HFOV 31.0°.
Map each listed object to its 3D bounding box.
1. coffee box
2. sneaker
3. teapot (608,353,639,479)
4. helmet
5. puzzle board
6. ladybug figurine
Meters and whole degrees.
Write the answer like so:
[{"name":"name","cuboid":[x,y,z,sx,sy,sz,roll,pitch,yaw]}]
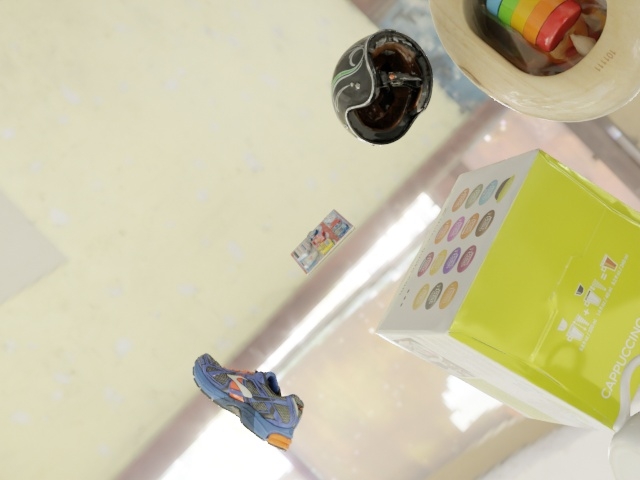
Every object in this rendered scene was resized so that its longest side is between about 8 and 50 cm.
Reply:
[{"name":"coffee box","cuboid":[0.358,0.090,1.939,0.337,0.338,0.334,-62,-168,-11]},{"name":"sneaker","cuboid":[-0.103,0.225,1.706,0.087,0.221,0.083,-53,144,-6]},{"name":"teapot","cuboid":[0.540,0.310,1.612,0.187,0.256,0.252,-36,-149,-15]},{"name":"helmet","cuboid":[0.094,-0.247,1.894,0.169,0.169,0.161,-44,177,-36]},{"name":"puzzle board","cuboid":[0.000,0.000,1.682,0.096,0.011,0.128,-45,-163,0]},{"name":"ladybug figurine","cuboid":[0.366,-0.368,1.896,0.305,0.449,0.162,-49,152,16]}]
